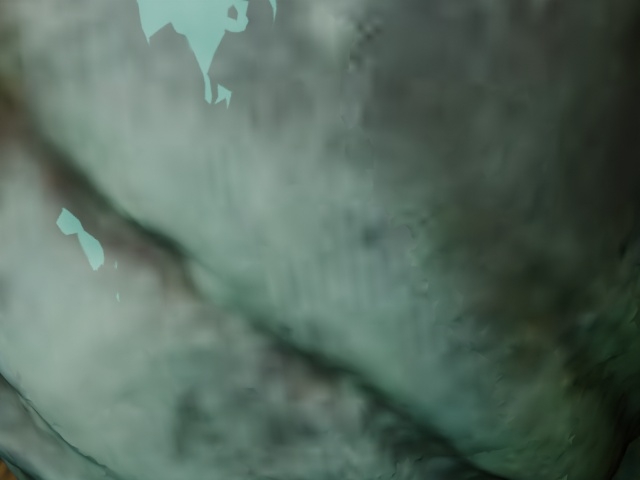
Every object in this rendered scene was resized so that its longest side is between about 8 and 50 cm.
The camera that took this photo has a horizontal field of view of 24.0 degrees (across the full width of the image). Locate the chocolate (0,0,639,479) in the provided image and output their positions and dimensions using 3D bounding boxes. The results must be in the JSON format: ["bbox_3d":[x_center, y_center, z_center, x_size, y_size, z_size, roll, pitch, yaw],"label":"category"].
[{"bbox_3d":[0.000,0.000,0.488,0.303,0.303,0.213,5,96,26],"label":"chocolate"}]
